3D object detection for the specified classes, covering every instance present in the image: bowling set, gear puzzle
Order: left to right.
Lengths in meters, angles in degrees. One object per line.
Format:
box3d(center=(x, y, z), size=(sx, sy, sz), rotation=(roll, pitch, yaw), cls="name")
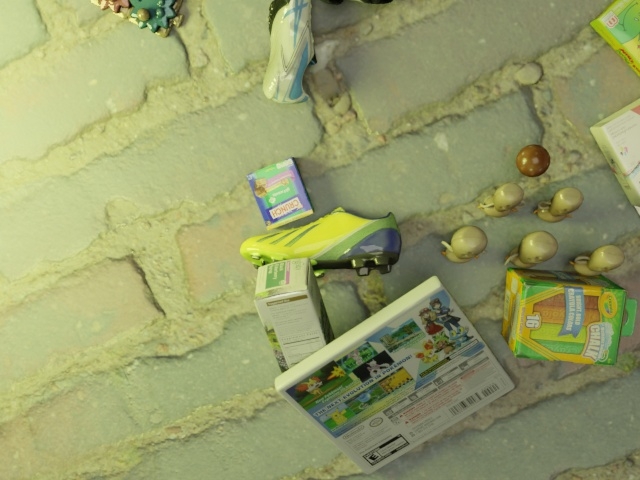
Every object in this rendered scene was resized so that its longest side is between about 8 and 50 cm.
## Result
box3d(center=(-0.270, -0.535, 1.087), size=(0.175, 0.044, 0.339), rotation=(27, 100, 1), cls="gear puzzle")
box3d(center=(0.361, -0.046, 1.069), size=(0.286, 0.154, 0.200), rotation=(10, 79, 5), cls="bowling set")

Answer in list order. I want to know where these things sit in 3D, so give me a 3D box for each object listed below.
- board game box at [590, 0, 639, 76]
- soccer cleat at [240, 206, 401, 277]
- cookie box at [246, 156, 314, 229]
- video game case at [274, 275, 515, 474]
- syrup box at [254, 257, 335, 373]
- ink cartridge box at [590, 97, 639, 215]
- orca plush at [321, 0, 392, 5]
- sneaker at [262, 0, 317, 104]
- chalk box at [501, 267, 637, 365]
box3d(center=(0.544, -0.327, 1.039), size=(0.092, 0.043, 0.181), rotation=(-44, 92, 10), cls="board game box")
box3d(center=(0.001, 0.000, 1.135), size=(0.288, 0.093, 0.121), rotation=(-1, 68, 10), cls="soccer cleat")
box3d(center=(-0.071, -0.084, 1.138), size=(0.091, 0.040, 0.107), rotation=(-21, 97, 7), cls="cookie box")
box3d(center=(0.137, 0.249, 1.109), size=(0.329, 0.036, 0.300), rotation=(-34, 121, 10), cls="video game case")
box3d(center=(-0.036, 0.154, 1.099), size=(0.096, 0.093, 0.237), rotation=(-13, 123, 8), cls="syrup box")
box3d(center=(0.556, -0.133, 1.055), size=(0.115, 0.067, 0.198), rotation=(-31, 95, 9), cls="ink cartridge box")
box3d(center=(0.013, -0.488, 1.009), size=(0.287, 0.102, 0.151), rotation=(40, 69, -7), cls="orca plush")
box3d(center=(-0.043, -0.351, 1.084), size=(0.086, 0.085, 0.238), rotation=(7, 94, -30), cls="sneaker")
box3d(center=(0.430, 0.127, 1.075), size=(0.212, 0.132, 0.133), rotation=(3, 99, 5), cls="chalk box")
